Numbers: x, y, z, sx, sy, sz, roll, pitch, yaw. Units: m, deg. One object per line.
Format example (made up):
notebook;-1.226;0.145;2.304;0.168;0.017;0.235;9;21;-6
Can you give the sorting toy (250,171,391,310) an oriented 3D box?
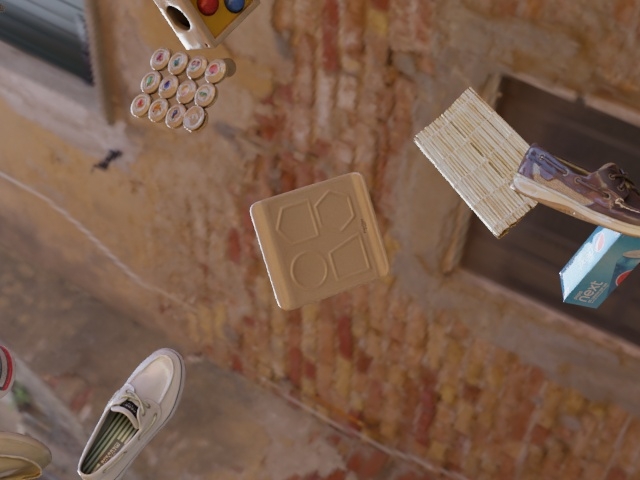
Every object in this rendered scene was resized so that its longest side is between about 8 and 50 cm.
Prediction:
sorting toy;0.000;0.000;1.870;0.208;0.193;0.038;-18;4;-16

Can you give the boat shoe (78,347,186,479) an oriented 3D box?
boat shoe;-0.263;0.250;1.542;0.076;0.083;0.226;80;-145;-67

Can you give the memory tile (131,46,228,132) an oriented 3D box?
memory tile;-0.201;-0.214;1.536;0.012;0.148;0.113;31;-100;-54

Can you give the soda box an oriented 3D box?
soda box;0.501;0.031;1.908;0.210;0.071;0.067;118;159;-49

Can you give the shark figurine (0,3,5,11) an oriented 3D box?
shark figurine;-0.559;-0.264;1.634;0.166;0.116;0.278;-7;-90;-30

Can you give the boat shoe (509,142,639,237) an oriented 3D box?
boat shoe;0.425;-0.074;1.649;0.103;0.285;0.092;-3;-68;-55

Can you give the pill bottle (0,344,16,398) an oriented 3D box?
pill bottle;-0.660;0.235;1.995;0.180;0.108;0.108;20;-83;-56

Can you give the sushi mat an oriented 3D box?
sushi mat;0.298;-0.146;1.979;0.151;0.316;0.019;-40;-43;6

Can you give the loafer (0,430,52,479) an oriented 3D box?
loafer;-0.539;0.347;1.626;0.102;0.268;0.092;102;164;-53

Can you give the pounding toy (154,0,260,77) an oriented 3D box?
pounding toy;-0.186;-0.358;1.810;0.181;0.094;0.206;-50;-56;-25
